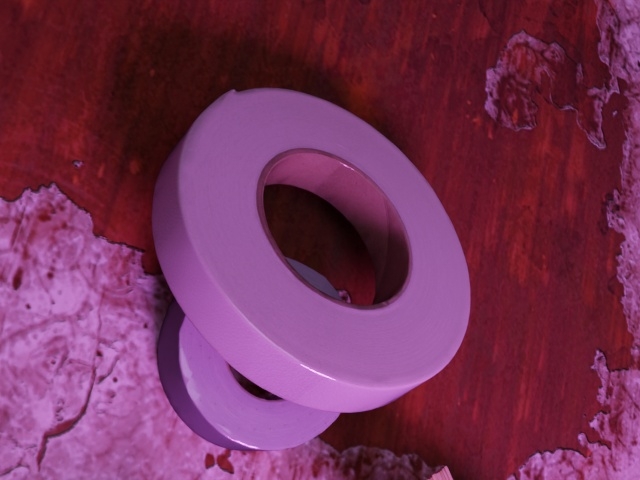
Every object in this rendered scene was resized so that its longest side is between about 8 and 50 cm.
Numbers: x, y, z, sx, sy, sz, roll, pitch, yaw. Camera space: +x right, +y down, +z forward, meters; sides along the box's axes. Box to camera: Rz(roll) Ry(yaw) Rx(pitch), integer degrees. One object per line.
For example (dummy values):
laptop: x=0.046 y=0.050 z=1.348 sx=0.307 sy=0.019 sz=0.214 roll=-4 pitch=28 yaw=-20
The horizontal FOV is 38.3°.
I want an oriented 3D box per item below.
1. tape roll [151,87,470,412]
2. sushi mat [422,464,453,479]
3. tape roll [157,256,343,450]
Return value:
tape roll: x=0.000 y=0.000 z=1.036 sx=0.392 sy=0.072 sz=0.391 roll=21 pitch=49 yaw=-27
sushi mat: x=0.149 y=0.414 z=0.980 sx=0.151 sy=0.019 sz=0.316 roll=-24 pitch=90 yaw=-37
tape roll: x=-0.069 y=0.127 z=1.043 sx=0.219 sy=0.072 sz=0.219 roll=7 pitch=76 yaw=-28
